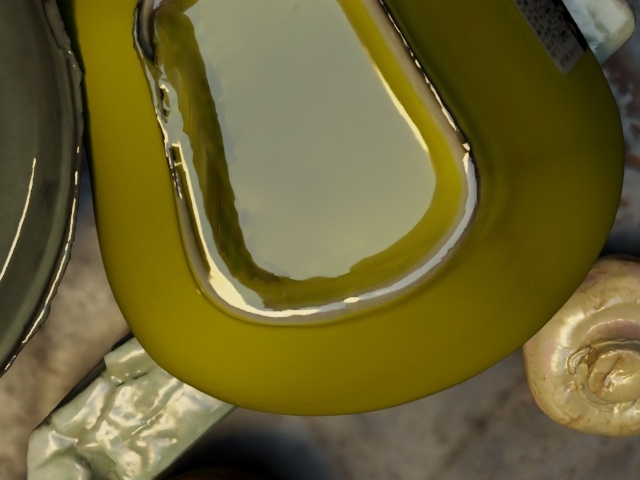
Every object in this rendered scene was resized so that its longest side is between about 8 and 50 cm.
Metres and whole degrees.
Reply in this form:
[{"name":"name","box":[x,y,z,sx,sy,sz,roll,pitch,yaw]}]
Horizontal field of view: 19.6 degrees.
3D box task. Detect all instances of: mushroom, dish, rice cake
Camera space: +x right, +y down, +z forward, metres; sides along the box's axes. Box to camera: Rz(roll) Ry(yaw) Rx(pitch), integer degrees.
[{"name":"mushroom","box":[0.129,0.048,0.812,0.083,0.067,0.084,1,111,3]},{"name":"dish","box":[-0.004,-0.053,0.706,0.221,0.108,0.262,-20,95,7]},{"name":"rice cake","box":[0.000,0.000,0.801,0.336,0.066,0.063,-44,90,9]}]

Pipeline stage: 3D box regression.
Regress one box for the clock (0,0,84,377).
[{"name":"clock","box":[-0.239,-0.028,0.665,0.312,0.061,0.313,-12,118,-25]}]

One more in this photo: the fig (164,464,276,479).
[{"name":"fig","box":[-0.068,0.169,0.829,0.154,0.103,0.109,-28,72,15]}]
